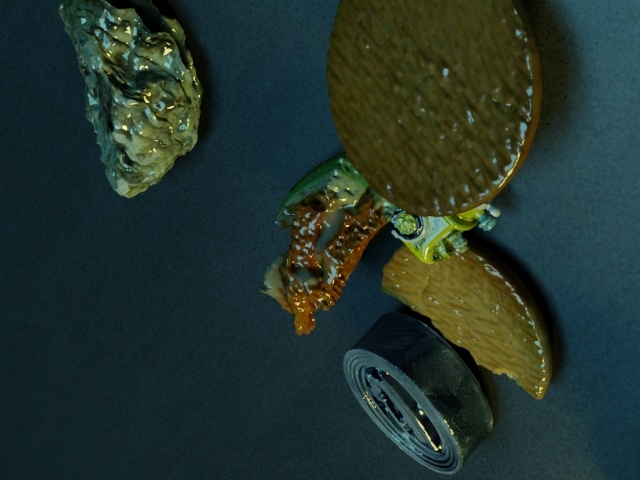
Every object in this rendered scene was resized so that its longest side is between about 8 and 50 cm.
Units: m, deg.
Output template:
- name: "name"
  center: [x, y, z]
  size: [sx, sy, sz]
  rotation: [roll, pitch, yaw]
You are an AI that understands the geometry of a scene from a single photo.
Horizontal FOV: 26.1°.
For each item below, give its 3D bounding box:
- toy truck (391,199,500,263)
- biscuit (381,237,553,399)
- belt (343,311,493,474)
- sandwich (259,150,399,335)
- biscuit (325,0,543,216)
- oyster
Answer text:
- name: "toy truck"
  center: [0.130, -0.027, 1.372]
  size: [0.077, 0.076, 0.111]
  rotation: [50, 126, 8]
- name: "biscuit"
  center: [0.159, 0.062, 1.447]
  size: [0.224, 0.033, 0.144]
  rotation: [33, 136, 30]
- name: "belt"
  center: [0.112, 0.171, 1.533]
  size: [0.190, 0.082, 0.141]
  rotation: [54, 152, -14]
- name: "sandwich"
  center: [0.004, -0.004, 1.471]
  size: [0.109, 0.160, 0.185]
  rotation: [37, 151, -6]
- name: "biscuit"
  center: [0.105, -0.152, 1.293]
  size: [0.262, 0.037, 0.262]
  rotation: [12, 106, 45]
- name: "oyster"
  center: [-0.228, -0.176, 1.635]
  size: [0.198, 0.112, 0.267]
  rotation: [-1, 119, 48]
